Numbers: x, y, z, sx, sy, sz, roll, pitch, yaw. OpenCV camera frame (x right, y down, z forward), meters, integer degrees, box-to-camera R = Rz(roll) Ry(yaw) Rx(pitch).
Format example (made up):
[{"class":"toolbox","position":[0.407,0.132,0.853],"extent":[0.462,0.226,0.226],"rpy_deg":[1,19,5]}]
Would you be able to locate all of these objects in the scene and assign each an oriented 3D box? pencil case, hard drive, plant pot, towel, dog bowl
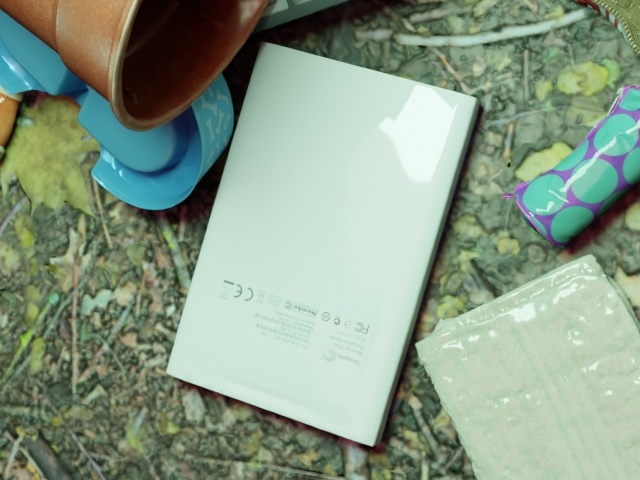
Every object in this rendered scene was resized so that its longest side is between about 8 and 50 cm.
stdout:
[{"class":"pencil case","position":[0.233,-0.063,1.132],"extent":[0.151,0.064,0.070],"rpy_deg":[-44,92,11]},{"class":"hard drive","position":[0.000,0.000,1.215],"extent":[0.210,0.040,0.319],"rpy_deg":[17,93,18]},{"class":"plant pot","position":[-0.184,-0.268,1.047],"extent":[0.265,0.272,0.272],"rpy_deg":[32,97,10]},{"class":"towel","position":[0.215,0.170,1.135],"extent":[0.187,0.049,0.282],"rpy_deg":[-26,81,16]},{"class":"dog bowl","position":[-0.200,-0.163,1.230],"extent":[0.297,0.074,0.166],"rpy_deg":[44,134,8]}]

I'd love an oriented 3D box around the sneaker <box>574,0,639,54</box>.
[{"class":"sneaker","position":[0.256,-0.201,1.149],"extent":[0.118,0.067,0.042],"rpy_deg":[42,98,-15]}]

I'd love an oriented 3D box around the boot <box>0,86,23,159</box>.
[{"class":"boot","position":[-0.371,-0.147,1.337],"extent":[0.157,0.059,0.085],"rpy_deg":[25,92,9]}]

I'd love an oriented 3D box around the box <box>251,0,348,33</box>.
[{"class":"box","position":[0.023,-0.376,1.138],"extent":[0.394,0.097,0.318],"rpy_deg":[-15,111,17]}]
